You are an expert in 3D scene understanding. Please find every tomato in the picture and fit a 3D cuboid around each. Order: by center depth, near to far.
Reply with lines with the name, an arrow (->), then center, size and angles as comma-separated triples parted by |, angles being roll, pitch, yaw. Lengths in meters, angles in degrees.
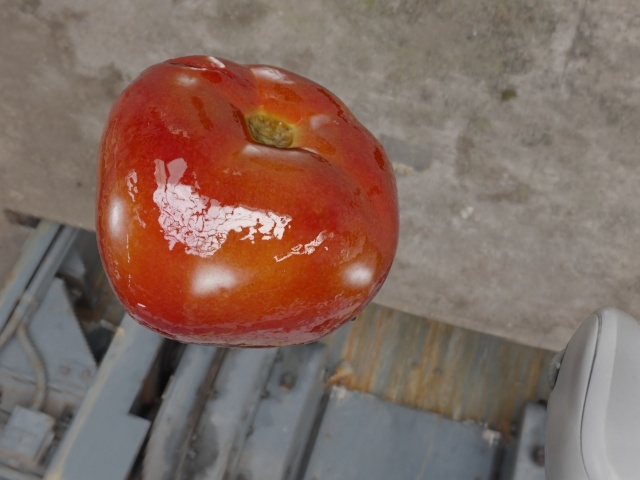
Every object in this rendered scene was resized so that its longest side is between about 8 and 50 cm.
tomato -> -0.071, -0.022, 0.850 | 0.298, 0.299, 0.226 | 25, 123, -8

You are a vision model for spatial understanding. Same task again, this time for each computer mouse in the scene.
computer mouse -> 0.284, 0.218, 0.937 | 0.121, 0.297, 0.184 | -8, 154, -1

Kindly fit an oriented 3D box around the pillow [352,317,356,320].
pillow -> 0.000, 0.000, 1.392 | 0.106, 0.250, 0.186 | -37, 107, 15
